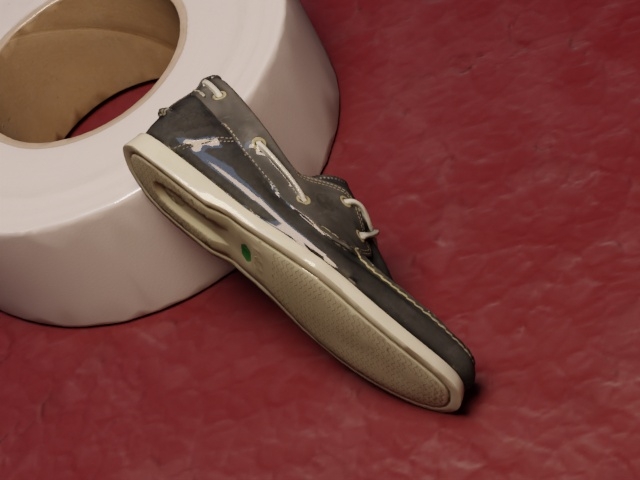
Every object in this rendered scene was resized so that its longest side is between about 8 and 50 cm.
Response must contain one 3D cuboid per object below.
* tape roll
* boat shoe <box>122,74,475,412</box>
[{"bbox_3d":[-0.136,-0.084,1.124,0.286,0.100,0.286,-14,48,15],"label":"tape roll"},{"bbox_3d":[0.000,0.000,0.945,0.233,0.084,0.079,41,66,13],"label":"boat shoe"}]
